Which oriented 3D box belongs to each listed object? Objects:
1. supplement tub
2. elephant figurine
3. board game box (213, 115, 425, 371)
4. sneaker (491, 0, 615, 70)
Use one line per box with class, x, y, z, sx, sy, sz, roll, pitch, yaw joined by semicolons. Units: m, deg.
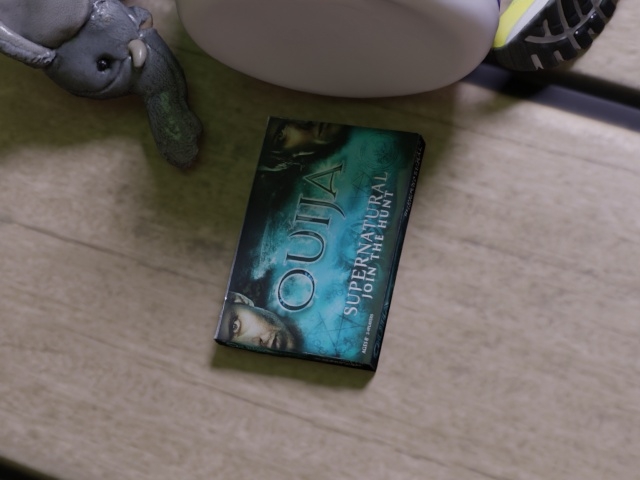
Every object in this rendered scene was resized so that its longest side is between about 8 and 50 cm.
supplement tub;0.029;-0.298;1.401;0.241;0.241;0.331;3;72;16
elephant figurine;-0.195;-0.189;1.481;0.186;0.169;0.239;6;87;47
board game box;0.000;0.000;1.418;0.126;0.026;0.186;7;73;17
sneaker;0.186;-0.218;1.425;0.094;0.081;0.208;31;74;30
